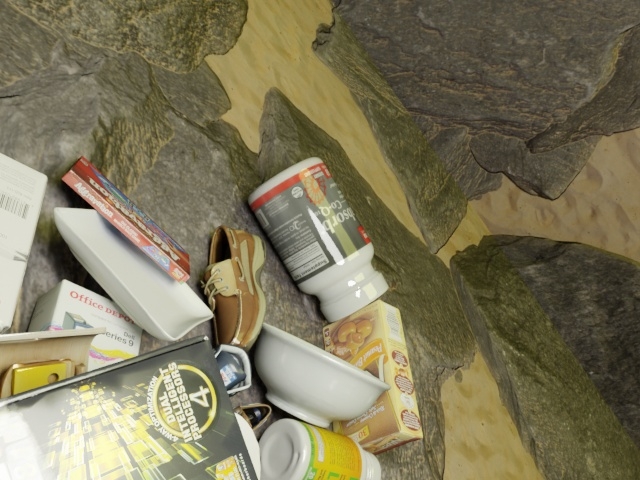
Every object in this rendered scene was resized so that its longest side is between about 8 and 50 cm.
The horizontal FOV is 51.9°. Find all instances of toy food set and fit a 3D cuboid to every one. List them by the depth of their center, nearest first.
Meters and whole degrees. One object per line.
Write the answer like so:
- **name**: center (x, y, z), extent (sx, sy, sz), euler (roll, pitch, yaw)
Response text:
- **toy food set**: center (-0.377, 0.261, 0.815), extent (0.220, 0.092, 0.305), euler (1, 96, -47)

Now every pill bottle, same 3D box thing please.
- **pill bottle**: center (0.004, 0.440, 1.284), extent (0.246, 0.136, 0.136), euler (30, 42, -39)
- **pill bottle**: center (0.000, 0.000, 1.588), extent (0.362, 0.210, 0.210), euler (59, 31, 0)

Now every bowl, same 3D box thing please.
- **bowl**: center (-0.019, 0.284, 1.323), extent (0.298, 0.298, 0.134), euler (32, 80, -37)

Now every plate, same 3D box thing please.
- **plate**: center (-0.318, 0.059, 1.132), extent (0.277, 0.045, 0.278), euler (47, 4, 1)

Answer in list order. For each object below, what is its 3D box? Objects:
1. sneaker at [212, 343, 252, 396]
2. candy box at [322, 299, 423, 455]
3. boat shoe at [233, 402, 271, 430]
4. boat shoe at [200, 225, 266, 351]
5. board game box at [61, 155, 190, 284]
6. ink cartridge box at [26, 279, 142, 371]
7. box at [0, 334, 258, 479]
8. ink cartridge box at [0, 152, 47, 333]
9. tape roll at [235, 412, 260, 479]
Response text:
- **sneaker**: center (-0.219, 0.270, 1.098), extent (0.099, 0.153, 0.282), euler (54, 31, -6)
- **candy box**: center (0.111, 0.316, 1.497), extent (0.088, 0.183, 0.316), euler (28, 42, -39)
- **boat shoe**: center (-0.161, 0.335, 1.208), extent (0.183, 0.066, 0.066), euler (-17, 78, -58)
- **boat shoe**: center (-0.190, 0.096, 1.342), extent (0.120, 0.122, 0.324), euler (32, 32, -28)
- **board game box**: center (-0.354, -0.039, 1.231), extent (0.281, 0.027, 0.145), euler (46, 4, -21)
- **ink cartridge box**: center (-0.372, 0.190, 1.012), extent (0.154, 0.093, 0.212), euler (34, 37, -34)
- **box**: center (-0.209, 0.337, 0.741), extent (0.318, 0.097, 0.394), euler (-12, 78, -44)
- **ink cartridge box**: center (-0.532, -0.009, 0.930), extent (0.207, 0.117, 0.282), euler (32, 40, -38)
- **tape roll**: center (-0.209, 0.375, 0.950), extent (0.286, 0.100, 0.286), euler (-18, 112, -57)
